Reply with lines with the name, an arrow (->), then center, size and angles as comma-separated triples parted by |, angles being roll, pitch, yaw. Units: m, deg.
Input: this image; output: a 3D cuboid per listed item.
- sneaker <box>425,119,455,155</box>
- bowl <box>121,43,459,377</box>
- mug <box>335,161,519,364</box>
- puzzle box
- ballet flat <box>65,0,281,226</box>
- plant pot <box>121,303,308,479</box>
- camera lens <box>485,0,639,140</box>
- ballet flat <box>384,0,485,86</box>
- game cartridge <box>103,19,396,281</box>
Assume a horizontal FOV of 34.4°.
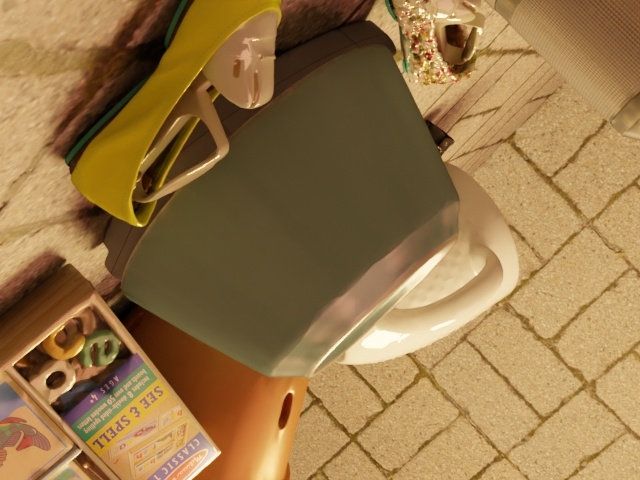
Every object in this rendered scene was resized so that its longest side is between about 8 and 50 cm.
sneaker -> 0.139, -0.127, 1.607 | 0.118, 0.083, 0.222 | -51, 179, 17
bowl -> 0.000, 0.000, 0.888 | 0.311, 0.163, 0.311 | -42, 170, -9
mug -> 0.148, 0.063, 1.728 | 0.328, 0.276, 0.374 | -30, -160, -21
puzzle box -> -0.302, 0.242, 0.900 | 0.409, 0.052, 0.272 | -41, 136, -14
ballet flat -> -0.076, -0.097, 0.667 | 0.231, 0.077, 0.077 | -47, 171, 24
plant pot -> -0.142, 0.176, 1.181 | 0.203, 0.291, 0.291 | -63, 167, 13
camera lens -> 0.263, -0.238, 0.875 | 0.219, 0.274, 0.219 | -42, 172, -8
ballet flat -> 0.103, -0.202, 0.891 | 0.241, 0.077, 0.091 | 48, 53, -75
game cartridge -> -0.056, -0.087, 0.923 | 0.294, 0.060, 0.196 | -37, 166, -37
